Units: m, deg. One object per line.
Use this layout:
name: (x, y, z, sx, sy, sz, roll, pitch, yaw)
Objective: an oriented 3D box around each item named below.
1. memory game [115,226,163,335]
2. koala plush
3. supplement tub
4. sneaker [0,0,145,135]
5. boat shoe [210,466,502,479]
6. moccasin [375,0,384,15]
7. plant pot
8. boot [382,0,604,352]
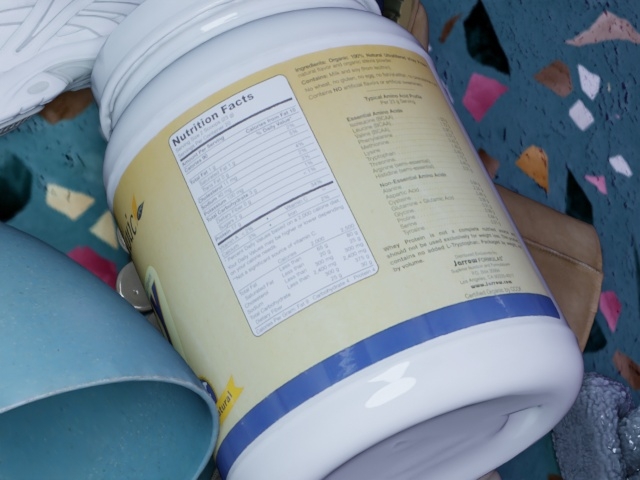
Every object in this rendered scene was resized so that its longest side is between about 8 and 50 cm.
memory game: (-0.053, 0.018, 1.156, 0.186, 0.012, 0.186, 3, 77, -12)
koala plush: (0.325, 0.209, 1.350, 0.221, 0.196, 0.203, 1, 91, -38)
supplement tub: (0.000, 0.000, 1.026, 0.228, 0.228, 0.316, -5, 60, -38)
sneaker: (-0.175, -0.152, 1.099, 0.232, 0.090, 0.115, -31, 96, -39)
boat shoe: (-0.023, 0.180, 1.129, 0.355, 0.132, 0.130, -13, 78, -48)
moccasin: (-0.071, -0.277, 1.177, 0.342, 0.138, 0.117, 44, 52, -23)
plant pot: (-0.229, 0.089, 0.907, 0.290, 0.290, 0.195, -13, 59, -39)
boot: (0.114, -0.045, 1.303, 0.269, 0.089, 0.236, 24, 79, -31)
